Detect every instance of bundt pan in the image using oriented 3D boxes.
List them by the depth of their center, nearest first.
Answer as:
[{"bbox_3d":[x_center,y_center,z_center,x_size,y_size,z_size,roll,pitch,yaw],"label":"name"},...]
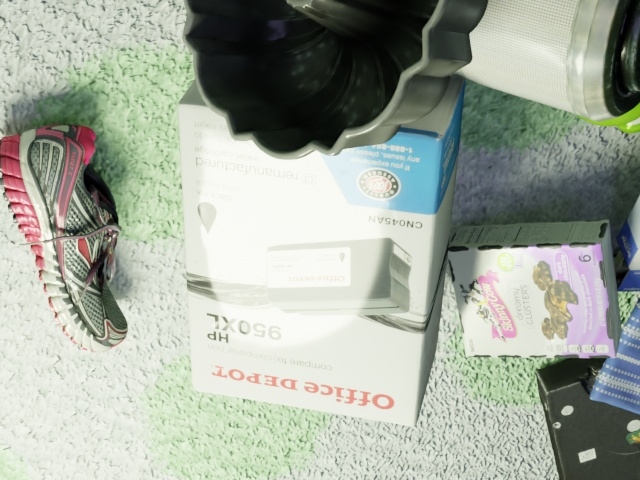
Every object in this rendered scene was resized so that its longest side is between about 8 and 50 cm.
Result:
[{"bbox_3d":[0.022,-0.234,1.102,0.124,0.331,0.331,2,129,-49],"label":"bundt pan"}]

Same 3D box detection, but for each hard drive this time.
[{"bbox_3d":[0.461,0.291,1.748,0.236,0.064,0.339,-19,124,2],"label":"hard drive"}]

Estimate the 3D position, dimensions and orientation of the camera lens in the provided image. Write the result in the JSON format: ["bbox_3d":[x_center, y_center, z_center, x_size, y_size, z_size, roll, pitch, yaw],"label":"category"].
[{"bbox_3d":[0.216,-0.254,1.178,0.274,0.219,0.219,23,132,28],"label":"camera lens"}]

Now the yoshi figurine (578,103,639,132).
[{"bbox_3d":[0.369,-0.262,1.284,0.203,0.204,0.362,3,128,-14],"label":"yoshi figurine"}]

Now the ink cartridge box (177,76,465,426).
[{"bbox_3d":[0.000,0.000,1.354,0.285,0.166,0.395,8,124,10],"label":"ink cartridge box"}]

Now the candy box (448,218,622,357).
[{"bbox_3d":[0.272,0.064,1.493,0.196,0.070,0.165,-2,116,24],"label":"candy box"}]

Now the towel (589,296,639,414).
[{"bbox_3d":[0.529,0.100,1.588,0.243,0.040,0.336,20,101,-28],"label":"towel"}]

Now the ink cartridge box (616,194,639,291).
[{"bbox_3d":[0.481,-0.052,1.415,0.185,0.065,0.311,-1,138,-13],"label":"ink cartridge box"}]

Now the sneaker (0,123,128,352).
[{"bbox_3d":[-0.281,0.006,1.382,0.112,0.121,0.299,-16,124,-3],"label":"sneaker"}]

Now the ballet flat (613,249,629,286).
[{"bbox_3d":[0.384,0.036,1.560,0.203,0.074,0.074,-6,124,-15],"label":"ballet flat"}]
